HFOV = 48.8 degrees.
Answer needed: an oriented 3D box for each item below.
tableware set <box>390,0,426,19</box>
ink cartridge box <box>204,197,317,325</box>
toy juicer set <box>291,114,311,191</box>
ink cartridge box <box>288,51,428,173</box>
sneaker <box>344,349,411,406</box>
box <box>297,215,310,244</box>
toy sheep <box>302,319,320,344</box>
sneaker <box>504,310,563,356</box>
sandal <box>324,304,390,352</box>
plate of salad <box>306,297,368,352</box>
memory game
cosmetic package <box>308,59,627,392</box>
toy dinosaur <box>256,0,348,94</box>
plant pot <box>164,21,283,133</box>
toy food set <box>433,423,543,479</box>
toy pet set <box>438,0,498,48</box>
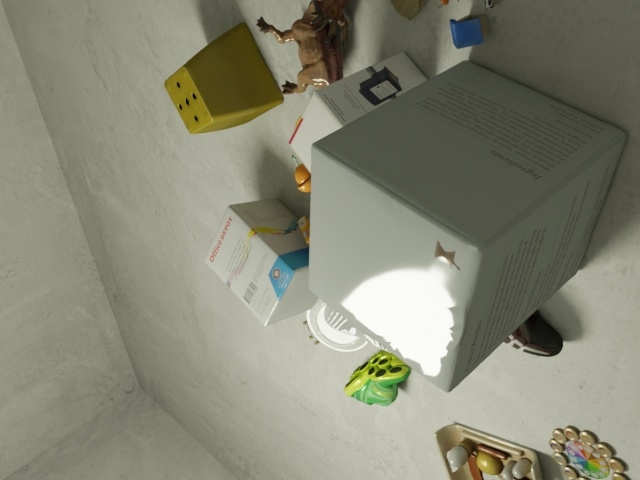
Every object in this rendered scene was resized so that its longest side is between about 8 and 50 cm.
[{"bbox_3d":[0.134,-0.488,1.263,0.168,0.020,0.141,45,149,17],"label":"tableware set"},{"bbox_3d":[-0.133,0.048,1.887,0.270,0.197,0.198,43,123,24],"label":"ink cartridge box"},{"bbox_3d":[0.037,-0.133,1.558,0.329,0.089,0.209,36,119,40],"label":"toy juicer set"},{"bbox_3d":[0.077,-0.241,1.359,0.100,0.237,0.172,53,149,10],"label":"ink cartridge box"},{"bbox_3d":[0.176,0.380,1.937,0.123,0.109,0.295,34,147,-8],"label":"sneaker"},{"bbox_3d":[0.000,0.000,1.802,0.136,0.028,0.081,40,-160,-45],"label":"box"},{"bbox_3d":[0.000,0.244,2.045,0.091,0.091,0.132,24,145,42],"label":"toy sheep"},{"bbox_3d":[0.377,0.102,1.392,0.281,0.106,0.163,30,117,9],"label":"sneaker"},{"bbox_3d":[0.134,0.210,1.840,0.265,0.076,0.102,17,109,32],"label":"sandal"},{"bbox_3d":[0.056,0.220,1.957,0.199,0.048,0.200,10,119,19],"label":"plate of salad"},{"bbox_3d":[0.579,0.482,1.535,0.186,0.012,0.186,35,143,32],"label":"memory game"},{"bbox_3d":[0.229,-0.041,1.178,0.327,0.393,0.330,36,142,31],"label":"cosmetic package"},{"bbox_3d":[0.003,-0.387,1.446,0.200,0.127,0.296,14,135,39],"label":"toy dinosaur"},{"bbox_3d":[-0.255,-0.375,1.740,0.212,0.187,0.212,-12,109,57],"label":"plant pot"},{"bbox_3d":[0.433,0.601,1.767,0.306,0.092,0.220,7,123,52],"label":"toy food set"},{"bbox_3d":[0.232,-0.385,1.177,0.122,0.065,0.114,17,131,47],"label":"toy pet set"}]
